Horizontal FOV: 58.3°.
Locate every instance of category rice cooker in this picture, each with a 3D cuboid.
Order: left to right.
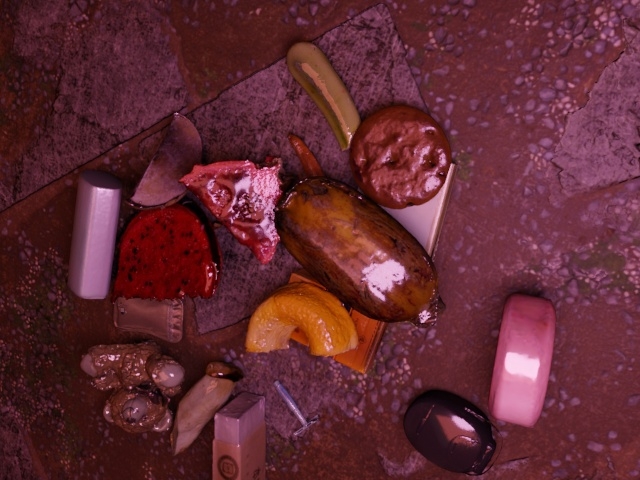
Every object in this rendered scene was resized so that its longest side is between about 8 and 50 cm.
[{"bbox_3d":[0.278,0.403,1.213,0.203,0.118,0.142,29,108,14],"label":"rice cooker"}]

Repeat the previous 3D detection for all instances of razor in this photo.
[{"bbox_3d":[-0.070,0.397,1.393,0.068,0.040,0.135,-42,77,21],"label":"razor"}]

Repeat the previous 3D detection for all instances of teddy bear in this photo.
[{"bbox_3d":[-0.471,0.383,1.475,0.267,0.156,0.256,11,104,6],"label":"teddy bear"}]

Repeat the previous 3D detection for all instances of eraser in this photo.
[{"bbox_3d":[-0.568,-0.016,1.437,0.189,0.104,0.290,39,119,59],"label":"eraser"},{"bbox_3d":[-0.196,0.559,1.407,0.078,0.144,0.343,6,102,22],"label":"eraser"}]

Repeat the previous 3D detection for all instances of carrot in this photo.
[{"bbox_3d":[-0.015,-0.154,1.264,0.047,0.047,0.191,-29,87,23],"label":"carrot"}]

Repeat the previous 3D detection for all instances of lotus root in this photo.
[{"bbox_3d":[0.077,0.024,1.139,0.397,0.179,0.196,41,110,8],"label":"lotus root"}]

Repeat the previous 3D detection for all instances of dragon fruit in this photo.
[{"bbox_3d":[-0.351,0.018,1.385,0.344,0.100,0.282,-2,81,30],"label":"dragon fruit"},{"bbox_3d":[-0.150,-0.103,1.291,0.211,0.134,0.262,-38,100,11],"label":"dragon fruit"}]

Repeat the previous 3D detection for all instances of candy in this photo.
[{"bbox_3d":[0.377,0.228,1.081,0.094,0.255,0.255,9,103,18],"label":"candy"}]

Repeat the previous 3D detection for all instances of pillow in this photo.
[{"bbox_3d":[-0.451,0.189,1.497,0.218,0.033,0.130,10,104,19],"label":"pillow"}]

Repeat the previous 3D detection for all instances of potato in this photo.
[{"bbox_3d":[-0.356,-0.156,1.357,0.120,0.261,0.100,29,154,-14],"label":"potato"}]

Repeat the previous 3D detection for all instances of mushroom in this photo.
[{"bbox_3d":[-0.312,0.427,1.448,0.333,0.107,0.087,-51,44,22],"label":"mushroom"}]

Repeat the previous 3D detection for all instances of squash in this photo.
[{"bbox_3d":[0.013,-0.311,1.211,0.083,0.083,0.250,-33,90,23],"label":"squash"}]

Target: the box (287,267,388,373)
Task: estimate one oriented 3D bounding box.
[{"bbox_3d":[0.027,0.180,1.296,0.237,0.070,0.152,22,106,14],"label":"box"}]

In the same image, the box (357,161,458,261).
[{"bbox_3d":[0.158,-0.056,1.216,0.211,0.045,0.270,15,105,18],"label":"box"}]

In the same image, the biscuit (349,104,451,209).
[{"bbox_3d":[0.157,-0.167,1.152,0.212,0.036,0.212,3,99,19],"label":"biscuit"}]

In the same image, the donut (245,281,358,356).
[{"bbox_3d":[-0.057,0.170,1.248,0.259,0.101,0.152,-5,92,26],"label":"donut"}]
